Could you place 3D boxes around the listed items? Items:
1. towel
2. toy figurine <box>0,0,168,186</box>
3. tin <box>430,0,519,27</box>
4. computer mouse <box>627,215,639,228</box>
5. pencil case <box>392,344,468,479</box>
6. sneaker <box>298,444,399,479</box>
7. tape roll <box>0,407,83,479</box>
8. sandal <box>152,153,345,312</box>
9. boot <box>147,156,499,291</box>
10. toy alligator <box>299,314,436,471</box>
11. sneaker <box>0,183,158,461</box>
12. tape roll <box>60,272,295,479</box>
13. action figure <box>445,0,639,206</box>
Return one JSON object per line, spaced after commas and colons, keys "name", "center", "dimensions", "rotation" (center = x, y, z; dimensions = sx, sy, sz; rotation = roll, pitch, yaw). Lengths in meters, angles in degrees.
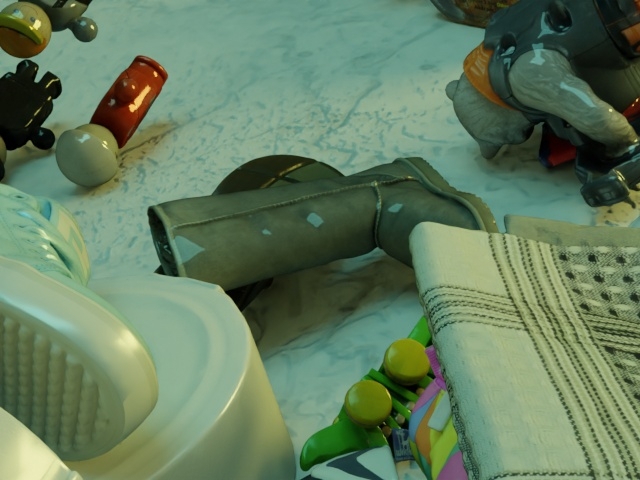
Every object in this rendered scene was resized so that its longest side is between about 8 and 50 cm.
{"name": "towel", "center": [0.211, 0.065, 0.901], "dimensions": [0.312, 0.056, 0.324], "rotation": [2, 25, -6]}
{"name": "toy figurine", "center": [-0.270, -0.154, 1.540], "dimensions": [0.213, 0.209, 0.148], "rotation": [4, 46, 32]}
{"name": "tin", "center": [0.158, -0.249, 1.555], "dimensions": [0.040, 0.106, 0.190], "rotation": [-33, 32, -26]}
{"name": "computer mouse", "center": [0.217, 0.009, 1.126], "dimensions": [0.193, 0.042, 0.106], "rotation": [-35, 31, -28]}
{"name": "pencil case", "center": [0.111, 0.146, 0.889], "dimensions": [0.104, 0.104, 0.236], "rotation": [-21, 29, -4]}
{"name": "sneaker", "center": [-0.017, 0.199, 0.878], "dimensions": [0.153, 0.094, 0.235], "rotation": [-19, 28, 3]}
{"name": "tape roll", "center": [-0.241, 0.199, 0.850], "dimensions": [0.246, 0.246, 0.169], "rotation": [-4, 31, 25]}
{"name": "sandal", "center": [-0.060, 0.016, 1.265], "dimensions": [0.090, 0.060, 0.219], "rotation": [33, 60, 9]}
{"name": "boot", "center": [0.000, 0.003, 1.177], "dimensions": [0.208, 0.076, 0.189], "rotation": [-7, 21, -22]}
{"name": "toy alligator", "center": [0.062, 0.088, 1.066], "dimensions": [0.051, 0.056, 0.190], "rotation": [40, 60, 11]}
{"name": "sneaker", "center": [-0.194, 0.020, 1.049], "dimensions": [0.150, 0.135, 0.366], "rotation": [-40, 35, -28]}
{"name": "tape roll", "center": [-0.162, 0.138, 1.068], "dimensions": [0.286, 0.100, 0.286], "rotation": [-15, 28, 8]}
{"name": "action figure", "center": [0.230, -0.193, 1.307], "dimensions": [0.330, 0.178, 0.341], "rotation": [-40, 16, 20]}
